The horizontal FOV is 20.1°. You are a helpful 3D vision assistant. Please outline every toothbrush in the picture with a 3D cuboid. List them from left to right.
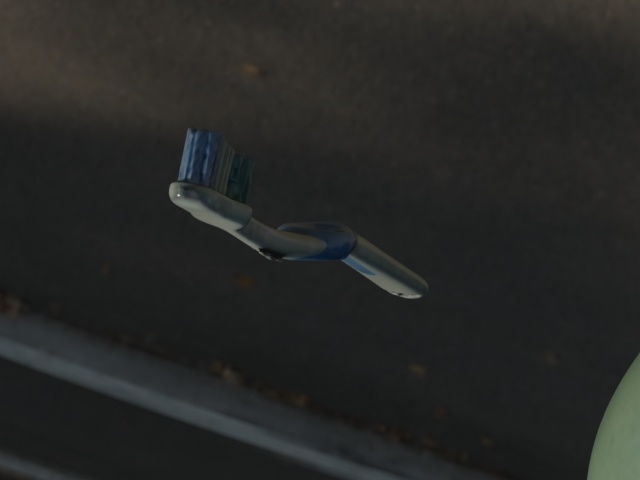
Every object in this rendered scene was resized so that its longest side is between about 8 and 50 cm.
[{"bbox_3d":[-0.001,0.005,0.952,0.040,0.040,0.386,10,173,19],"label":"toothbrush"}]

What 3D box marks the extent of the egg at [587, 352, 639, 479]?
[{"bbox_3d":[0.375,0.163,1.445,0.276,0.389,0.276,31,-161,-12],"label":"egg"}]
